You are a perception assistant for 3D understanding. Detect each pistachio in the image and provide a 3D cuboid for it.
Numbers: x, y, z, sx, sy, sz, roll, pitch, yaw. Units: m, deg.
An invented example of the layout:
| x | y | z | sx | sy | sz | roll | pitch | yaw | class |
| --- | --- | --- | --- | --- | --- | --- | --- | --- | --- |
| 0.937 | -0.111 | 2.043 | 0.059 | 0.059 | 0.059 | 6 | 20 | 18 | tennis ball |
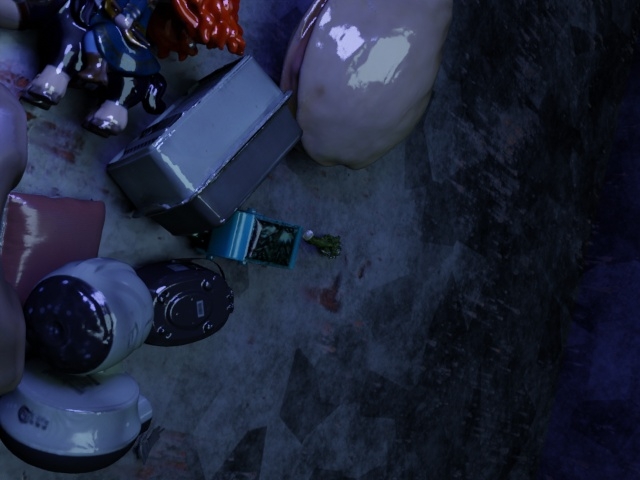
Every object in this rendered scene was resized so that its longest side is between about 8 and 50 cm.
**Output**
| x | y | z | sx | sy | sz | roll | pitch | yaw | class |
| --- | --- | --- | --- | --- | --- | --- | --- | --- | --- |
| 0.089 | -0.344 | 1.380 | 0.365 | 0.281 | 0.445 | 35 | 84 | -52 | pistachio |

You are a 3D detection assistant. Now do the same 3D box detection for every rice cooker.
| x | y | z | sx | sy | sz | roll | pitch | yaw | class |
| --- | --- | --- | --- | --- | --- | --- | --- | --- | --- |
| -0.237 | 0.103 | 1.192 | 0.203 | 0.118 | 0.142 | -13 | 105 | -39 | rice cooker |

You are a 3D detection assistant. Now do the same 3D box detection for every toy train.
| x | y | z | sx | sy | sz | roll | pitch | yaw | class |
| --- | --- | --- | --- | --- | --- | --- | --- | --- | --- |
| -0.130 | -0.007 | 1.265 | 0.198 | 0.154 | 0.107 | 13 | 89 | -47 | toy train |

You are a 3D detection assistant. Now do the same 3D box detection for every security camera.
| x | y | z | sx | sy | sz | roll | pitch | yaw | class |
| --- | --- | --- | --- | --- | --- | --- | --- | --- | --- |
| -0.326 | 0.156 | 0.995 | 0.191 | 0.197 | 0.277 | -16 | 125 | -70 | security camera |

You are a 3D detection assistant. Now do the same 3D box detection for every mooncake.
| x | y | z | sx | sy | sz | roll | pitch | yaw | class |
| --- | --- | --- | --- | --- | --- | --- | --- | --- | --- |
| -0.383 | 0.309 | 1.114 | 0.150 | 0.057 | 0.347 | -56 | 134 | -10 | mooncake |

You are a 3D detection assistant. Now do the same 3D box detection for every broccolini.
| x | y | z | sx | sy | sz | roll | pitch | yaw | class |
| --- | --- | --- | --- | --- | --- | --- | --- | --- | --- |
| 0.000 | 0.000 | 1.405 | 0.051 | 0.054 | 0.239 | 58 | 8 | 14 | broccolini |

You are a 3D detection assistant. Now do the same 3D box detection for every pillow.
| x | y | z | sx | sy | sz | roll | pitch | yaw | class |
| --- | --- | --- | --- | --- | --- | --- | --- | --- | --- |
| -0.398 | 0.020 | 1.045 | 0.171 | 0.075 | 0.179 | 6 | 94 | -52 | pillow |

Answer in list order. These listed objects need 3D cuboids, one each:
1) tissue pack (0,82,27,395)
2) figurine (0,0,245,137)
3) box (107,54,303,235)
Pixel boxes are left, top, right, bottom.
| x | y | z | sx | sy | sz | roll | pitch | yaw | class |
| --- | --- | --- | --- | --- | --- | --- | --- | --- | --- |
| -0.485 | -0.004 | 0.812 | 0.277 | 0.267 | 0.387 | -2 | 98 | -32 | tissue pack |
| -0.280 | -0.346 | 1.037 | 0.412 | 0.241 | 0.306 | -40 | 97 | -15 | figurine |
| -0.180 | -0.146 | 1.151 | 0.166 | 0.220 | 0.290 | 50 | 59 | -21 | box |
